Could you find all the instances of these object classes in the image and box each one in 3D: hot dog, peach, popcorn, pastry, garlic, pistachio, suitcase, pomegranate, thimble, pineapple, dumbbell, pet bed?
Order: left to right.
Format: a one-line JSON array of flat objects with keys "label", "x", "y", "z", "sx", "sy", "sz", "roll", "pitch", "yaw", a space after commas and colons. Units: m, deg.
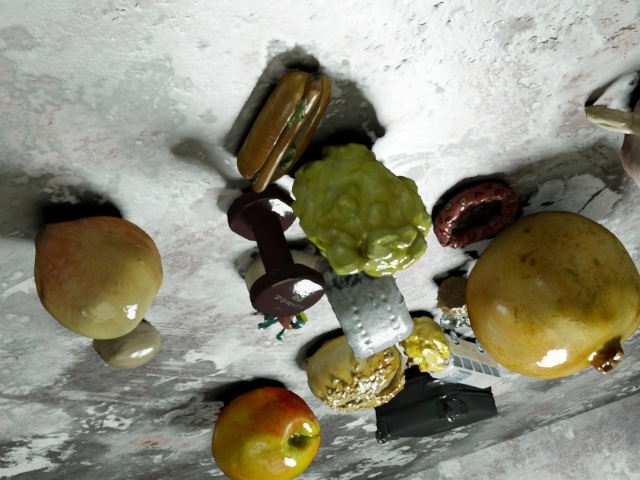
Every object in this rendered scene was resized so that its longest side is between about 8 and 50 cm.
[{"label": "peach", "x": -0.392, "y": 0.052, "z": 1.229, "sx": 0.233, "sy": 0.232, "sz": 0.232, "roll": -12, "pitch": 148, "yaw": -8}, {"label": "pistachio", "x": -0.433, "y": 0.231, "z": 1.589, "sx": 0.149, "sy": 0.113, "sz": 0.113, "roll": -16, "pitch": 152, "yaw": -31}, {"label": "peach", "x": -0.168, "y": 0.577, "z": 2.080, "sx": 0.332, "sy": 0.307, "sz": 0.308, "roll": -21, "pitch": 152, "yaw": 38}, {"label": "dumbbell", "x": -0.084, "y": 0.021, "z": 1.302, "sx": 0.124, "sy": 0.225, "sz": 0.140, "roll": -35, "pitch": 145, "yaw": 21}, {"label": "hot dog", "x": -0.060, "y": -0.175, "z": 1.163, "sx": 0.100, "sy": 0.068, "sz": 0.249, "roll": 5, "pitch": 142, "yaw": -29}, {"label": "garlic", "x": -0.072, "y": 0.068, "z": 1.534, "sx": 0.198, "sy": 0.090, "sz": 0.128, "roll": -28, "pitch": 162, "yaw": 5}, {"label": "pastry", "x": 0.105, "y": 0.387, "z": 1.995, "sx": 0.285, "sy": 0.184, "sz": 0.315, "roll": -15, "pitch": 148, "yaw": -2}, {"label": "popcorn", "x": 0.079, "y": -0.036, "z": 1.271, "sx": 0.242, "sy": 0.250, "sz": 0.235, "roll": 2, "pitch": 136, "yaw": -31}, {"label": "thimble", "x": 0.103, "y": 0.137, "z": 1.588, "sx": 0.157, "sy": 0.217, "sz": 0.245, "roll": -26, "pitch": 137, "yaw": -2}, {"label": "popcorn", "x": 0.291, "y": 0.290, "z": 1.964, "sx": 0.152, "sy": 0.167, "sz": 0.148, "roll": -34, "pitch": -176, "yaw": 0}, {"label": "suitcase", "x": 0.379, "y": 0.552, "z": 2.351, "sx": 0.345, "sy": 0.188, "sz": 0.339, "roll": -31, "pitch": 148, "yaw": 34}, {"label": "pineapple", "x": 0.366, "y": 0.174, "z": 1.875, "sx": 0.111, "sy": 0.119, "sz": 0.237, "roll": -61, "pitch": 155, "yaw": -14}, {"label": "pet bed", "x": 0.339, "y": -0.056, "z": 1.549, "sx": 0.201, "sy": 0.053, "sz": 0.201, "roll": -16, "pitch": 146, "yaw": -11}, {"label": "pomegranate", "x": 0.547, "y": 0.131, "z": 1.624, "sx": 0.417, "sy": 0.416, "sz": 0.416, "roll": -12, "pitch": 148, "yaw": -8}, {"label": "garlic", "x": 0.625, "y": -0.215, "z": 1.333, "sx": 0.253, "sy": 0.245, "sz": 0.245, "roll": 19, "pitch": 145, "yaw": 4}]

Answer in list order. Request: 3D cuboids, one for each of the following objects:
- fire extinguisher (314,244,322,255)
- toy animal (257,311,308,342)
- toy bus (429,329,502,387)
[{"label": "fire extinguisher", "x": 0.000, "y": 0.000, "z": 1.501, "sx": 0.038, "sy": 0.025, "sz": 0.083, "roll": 7, "pitch": 148, "yaw": 5}, {"label": "toy animal", "x": -0.070, "y": 0.171, "z": 1.661, "sx": 0.100, "sy": 0.103, "sz": 0.208, "roll": 15, "pitch": 141, "yaw": -27}, {"label": "toy bus", "x": 0.428, "y": 0.368, "z": 2.161, "sx": 0.097, "sy": 0.138, "sz": 0.343, "roll": -33, "pitch": 147, "yaw": 28}]
